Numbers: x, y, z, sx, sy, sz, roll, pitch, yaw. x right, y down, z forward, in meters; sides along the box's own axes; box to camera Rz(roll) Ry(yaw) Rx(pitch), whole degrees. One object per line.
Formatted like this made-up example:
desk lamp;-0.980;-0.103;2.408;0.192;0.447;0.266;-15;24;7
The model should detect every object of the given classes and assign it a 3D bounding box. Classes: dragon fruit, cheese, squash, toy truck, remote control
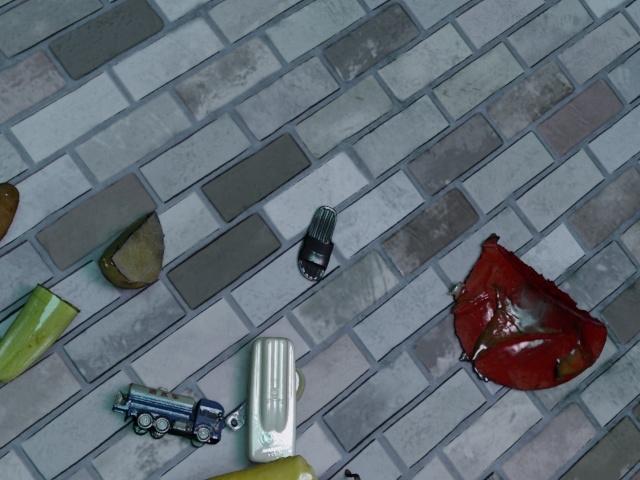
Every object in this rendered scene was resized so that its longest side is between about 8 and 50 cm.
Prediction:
dragon fruit;0.423;0.178;2.005;0.343;0.100;0.282;37;75;-3
cheese;-0.109;0.290;1.852;0.171;0.047;0.092;-19;82;-18
squash;-0.537;0.183;1.751;0.094;0.094;0.224;40;78;-3
toy truck;-0.277;0.317;1.791;0.201;0.074;0.088;15;64;-11
remote control;-0.088;0.293;1.806;0.090;0.049;0.230;3;81;-14

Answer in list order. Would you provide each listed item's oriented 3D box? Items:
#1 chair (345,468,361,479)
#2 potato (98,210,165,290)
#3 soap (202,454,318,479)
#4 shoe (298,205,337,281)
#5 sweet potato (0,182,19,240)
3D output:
chair;0.030;0.501;1.756;0.174;0.213;0.149;-3;83;-17
potato;-0.354;0.033;1.843;0.101;0.089;0.172;52;36;-20
soap;-0.154;0.555;1.669;0.427;0.115;0.306;-23;81;14
shoe;0.000;0.000;1.952;0.062;0.053;0.159;21;70;-13
sweet potato;-0.661;0.025;1.745;0.341;0.092;0.114;-40;65;-20
